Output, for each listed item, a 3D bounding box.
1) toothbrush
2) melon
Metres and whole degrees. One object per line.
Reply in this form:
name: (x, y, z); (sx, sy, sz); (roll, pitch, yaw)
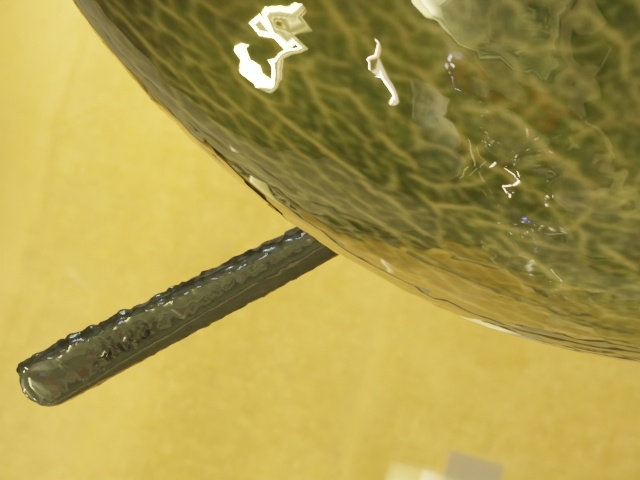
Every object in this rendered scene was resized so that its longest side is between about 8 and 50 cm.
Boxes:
toothbrush: (0.000, 0.000, 0.748); (0.030, 0.297, 0.030); (55, -167, -37)
melon: (0.067, -0.095, 0.422); (0.237, 0.302, 0.237); (-52, 11, 14)
